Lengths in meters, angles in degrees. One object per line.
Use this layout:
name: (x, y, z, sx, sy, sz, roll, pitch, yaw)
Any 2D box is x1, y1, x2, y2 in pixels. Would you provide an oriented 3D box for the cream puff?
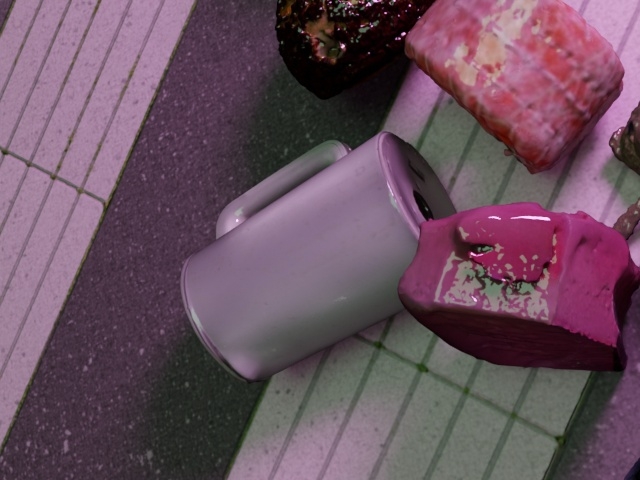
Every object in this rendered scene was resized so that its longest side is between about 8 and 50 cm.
cream puff: (0.042, -0.298, 1.285, 0.239, 0.239, 0.165, -33, 106, 20)

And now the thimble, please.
thimble: (0.221, -0.200, 1.159, 0.162, 0.239, 0.239, -47, 61, 9)

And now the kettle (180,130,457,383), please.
kettle: (-0.006, 0.003, 1.264, 0.318, 0.205, 0.265, -32, 76, 24)

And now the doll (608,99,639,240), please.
doll: (0.412, -0.025, 1.108, 0.203, 0.091, 0.285, 1, 90, 42)

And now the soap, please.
soap: (0.217, 0.053, 1.045, 0.220, 0.325, 0.127, 4, 75, 19)

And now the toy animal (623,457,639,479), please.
toy animal: (0.398, 0.209, 1.047, 0.062, 0.108, 0.220, 64, 146, 20)
